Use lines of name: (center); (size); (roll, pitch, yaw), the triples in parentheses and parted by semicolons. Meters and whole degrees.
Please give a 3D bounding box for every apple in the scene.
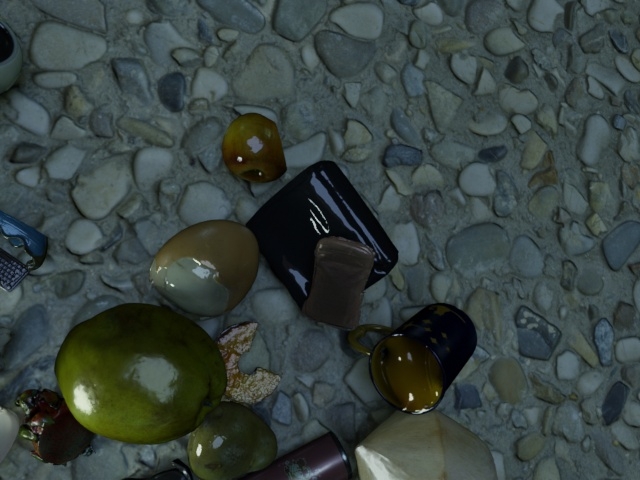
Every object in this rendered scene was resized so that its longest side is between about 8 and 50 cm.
apple: (-0.153, -0.225, 1.167); (0.163, 0.146, 0.147); (9, 71, -13)

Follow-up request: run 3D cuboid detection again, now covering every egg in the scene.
egg: (-0.238, 0.056, 1.049); (0.201, 0.201, 0.244); (47, 59, -2)

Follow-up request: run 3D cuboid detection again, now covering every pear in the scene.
pear: (-0.344, 0.253, 0.942); (0.321, 0.269, 0.269); (19, 72, 11)

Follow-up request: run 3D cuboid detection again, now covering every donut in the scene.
donut: (-0.179, 0.276, 1.084); (0.146, 0.078, 0.181); (-25, 92, -19)

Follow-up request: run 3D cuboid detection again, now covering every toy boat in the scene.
toy boat: (-0.653, -0.010, 1.002); (0.185, 0.075, 0.077); (32, 68, -12)

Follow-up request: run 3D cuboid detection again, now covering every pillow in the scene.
pillow: (0.040, 0.096, 1.070); (0.135, 0.034, 0.211); (16, 108, 9)

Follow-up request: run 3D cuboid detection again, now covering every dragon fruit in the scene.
dragon fruit: (-0.514, 0.350, 0.951); (0.175, 0.142, 0.138); (39, 28, 14)

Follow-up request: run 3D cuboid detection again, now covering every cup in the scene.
cup: (0.217, 0.230, 1.129); (0.255, 0.178, 0.256); (40, 30, 19)

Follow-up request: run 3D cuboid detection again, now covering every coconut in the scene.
coconut: (0.213, 0.500, 1.041); (0.328, 0.329, 0.329); (4, 77, -16)

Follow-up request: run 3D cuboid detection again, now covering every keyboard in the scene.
keyboard: (-0.713, 0.026, 1.010); (0.202, 0.011, 0.067); (37, 69, -6)

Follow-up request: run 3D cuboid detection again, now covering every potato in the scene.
potato: (-0.177, 0.418, 1.006); (0.193, 0.157, 0.157); (22, 72, -26)

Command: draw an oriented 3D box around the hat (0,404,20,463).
hat: (-0.664, 0.317, 0.847); (0.226, 0.164, 0.220); (33, 83, -47)

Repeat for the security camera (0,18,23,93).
security camera: (-0.740, -0.371, 1.003); (0.194, 0.194, 0.236); (27, 66, -9)

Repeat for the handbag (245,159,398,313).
handbag: (0.002, -0.001, 1.164); (0.275, 0.178, 0.302); (-36, 92, 22)

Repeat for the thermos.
thermos: (-0.095, 0.544, 1.027); (0.330, 0.109, 0.136); (-20, 85, -20)

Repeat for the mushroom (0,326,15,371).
mushroom: (-0.718, 0.258, 0.919); (0.278, 0.096, 0.099); (-35, 45, -19)

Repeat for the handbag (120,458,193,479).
handbag: (-0.307, 0.608, 0.943); (0.191, 0.075, 0.333); (-16, 82, 11)
